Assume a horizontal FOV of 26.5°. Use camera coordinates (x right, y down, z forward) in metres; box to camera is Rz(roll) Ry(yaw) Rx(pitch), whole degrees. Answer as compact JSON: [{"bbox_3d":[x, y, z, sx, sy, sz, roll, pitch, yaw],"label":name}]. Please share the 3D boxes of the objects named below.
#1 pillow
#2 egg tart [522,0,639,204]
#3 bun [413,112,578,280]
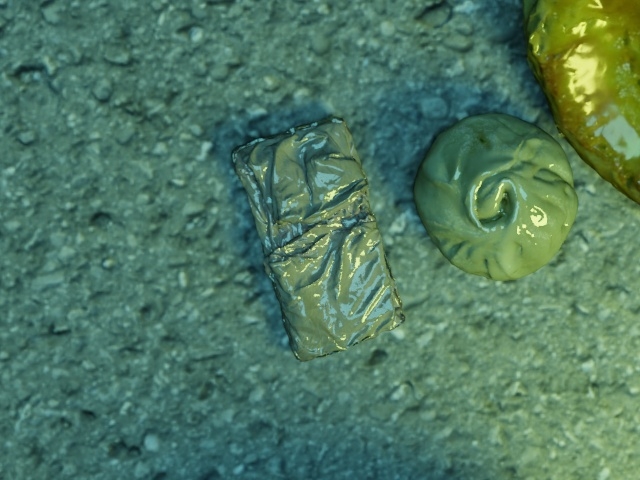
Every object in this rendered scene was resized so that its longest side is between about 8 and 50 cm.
[{"bbox_3d":[0.000,0.000,1.462,0.135,0.049,0.248,-17,100,-5],"label":"pillow"},{"bbox_3d":[0.372,-0.183,1.327,0.169,0.388,0.388,-41,98,-25],"label":"egg tart"},{"bbox_3d":[0.192,-0.047,1.440,0.183,0.102,0.183,-1,96,-6],"label":"bun"}]
